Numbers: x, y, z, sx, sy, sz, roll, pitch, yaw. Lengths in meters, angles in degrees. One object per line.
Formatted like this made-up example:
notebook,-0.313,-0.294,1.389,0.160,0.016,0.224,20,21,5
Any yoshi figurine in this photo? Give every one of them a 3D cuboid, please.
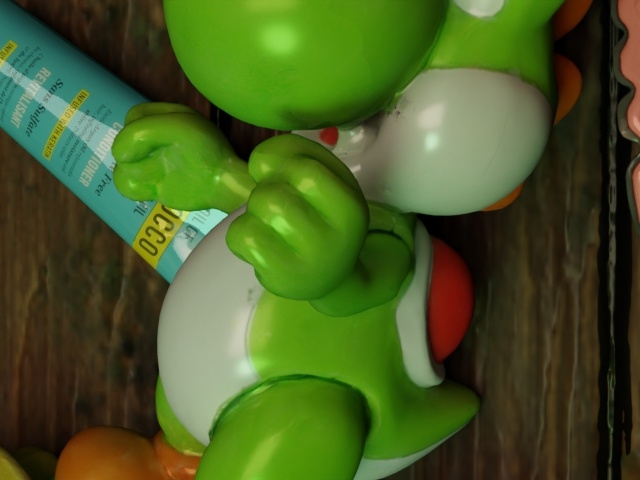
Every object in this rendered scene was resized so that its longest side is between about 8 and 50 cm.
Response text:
yoshi figurine,-0.026,-0.011,0.700,0.204,0.203,0.362,30,106,18

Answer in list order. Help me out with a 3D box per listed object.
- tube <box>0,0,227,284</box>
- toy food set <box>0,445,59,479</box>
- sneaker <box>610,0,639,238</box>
tube,-0.100,-0.044,0.838,0.207,0.052,0.080,38,112,13
toy food set,-0.123,0.194,0.841,0.128,0.071,0.217,-37,72,46
sneaker,0.184,-0.142,0.680,0.136,0.116,0.313,-5,95,15
